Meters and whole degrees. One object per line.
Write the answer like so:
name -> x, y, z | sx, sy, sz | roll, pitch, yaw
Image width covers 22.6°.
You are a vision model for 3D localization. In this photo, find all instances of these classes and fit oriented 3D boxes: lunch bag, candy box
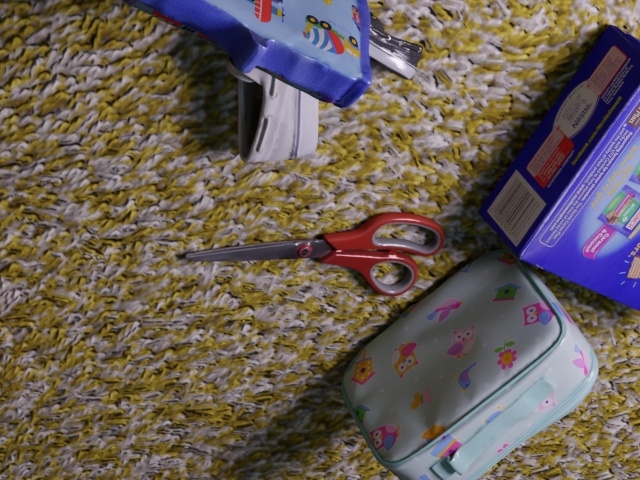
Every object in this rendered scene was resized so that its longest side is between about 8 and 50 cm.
lunch bag -> -0.078, -0.213, 1.348 | 0.221, 0.293, 0.138 | 27, 115, -22
candy box -> 0.388, -0.059, 1.836 | 0.317, 0.122, 0.268 | 23, 110, -31
lunch bag -> 0.166, 0.161, 1.831 | 0.279, 0.224, 0.108 | -40, 127, 6

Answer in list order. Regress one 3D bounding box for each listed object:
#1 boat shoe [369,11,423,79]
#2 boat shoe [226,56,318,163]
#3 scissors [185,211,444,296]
boat shoe -> 0.047, -0.212, 1.646 | 0.142, 0.049, 0.040 | 28, 90, -35
boat shoe -> -0.052, -0.184, 1.591 | 0.084, 0.095, 0.258 | -15, 126, -17
scissors -> 0.000, 0.000, 1.787 | 0.297, 0.021, 0.109 | 11, 120, -26
